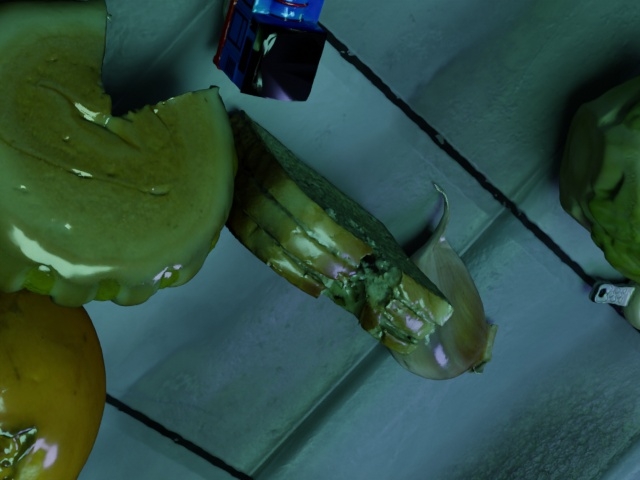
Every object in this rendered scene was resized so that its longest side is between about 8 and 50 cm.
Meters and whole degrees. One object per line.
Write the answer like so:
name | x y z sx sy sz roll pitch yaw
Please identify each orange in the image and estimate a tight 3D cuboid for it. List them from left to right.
orange | -0.372 0.155 1.349 0.312 0.312 0.312 -12 123 -18

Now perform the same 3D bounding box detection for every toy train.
toy train | -0.041 -0.254 1.354 0.082 0.131 0.204 5 117 -27

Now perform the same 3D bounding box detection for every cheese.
cheese | 0.445 0.083 1.841 0.171 0.047 0.092 -11 121 -19

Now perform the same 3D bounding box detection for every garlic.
garlic | 0.136 0.074 1.668 0.128 0.148 0.266 0 132 18

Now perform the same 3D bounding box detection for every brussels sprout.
brussels sprout | 0.462 -0.075 1.638 0.328 0.247 0.328 -4 107 -15

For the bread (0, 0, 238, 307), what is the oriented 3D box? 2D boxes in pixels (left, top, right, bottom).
bread | -0.248 -0.075 1.299 0.333 0.160 0.333 10 69 -29

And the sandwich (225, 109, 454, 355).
sandwich | 0.001 -0.001 1.454 0.095 0.249 0.273 -48 127 8
